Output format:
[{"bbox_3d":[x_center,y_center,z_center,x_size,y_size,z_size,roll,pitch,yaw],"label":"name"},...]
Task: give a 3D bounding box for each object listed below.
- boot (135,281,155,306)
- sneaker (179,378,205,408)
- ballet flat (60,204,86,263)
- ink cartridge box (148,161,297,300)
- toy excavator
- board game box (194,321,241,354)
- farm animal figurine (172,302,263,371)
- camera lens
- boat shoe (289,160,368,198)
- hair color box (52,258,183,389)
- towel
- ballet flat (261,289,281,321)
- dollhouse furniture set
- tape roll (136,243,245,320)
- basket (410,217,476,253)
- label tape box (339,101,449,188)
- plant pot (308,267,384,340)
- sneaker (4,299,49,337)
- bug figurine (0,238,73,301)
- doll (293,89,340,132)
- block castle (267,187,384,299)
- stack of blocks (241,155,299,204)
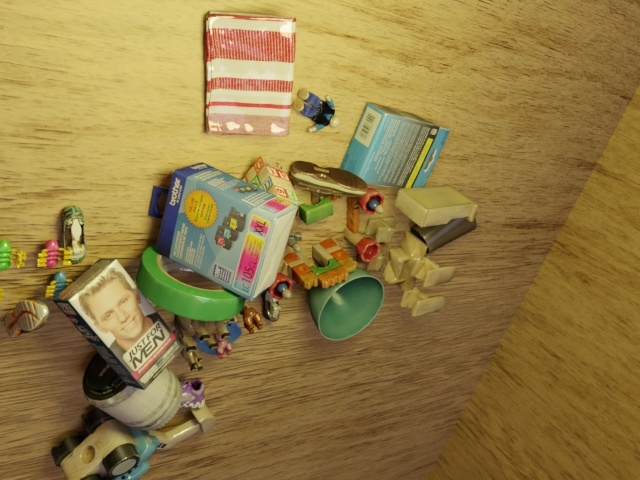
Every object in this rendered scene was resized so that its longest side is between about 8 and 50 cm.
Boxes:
[{"bbox_3d":[-0.565,0.202,1.757,0.259,0.095,0.123,-14,135,-18],"label":"boot"},{"bbox_3d":[-0.514,0.550,2.051,0.237,0.095,0.104,4,112,-45],"label":"sneaker"},{"bbox_3d":[-0.665,-0.002,1.535,0.070,0.070,0.188,-13,128,-30],"label":"ballet flat"},{"bbox_3d":[-0.296,-0.043,1.615,0.151,0.396,0.269,-33,145,-61],"label":"ink cartridge box"},{"bbox_3d":[-0.637,0.722,2.028,0.433,0.222,0.445,-43,151,-3],"label":"toy excavator"},{"bbox_3d":[-0.367,0.329,2.027,0.133,0.033,0.168,36,105,-26],"label":"board game box"},{"bbox_3d":[-0.377,0.278,1.876,0.330,0.172,0.327,-34,158,7],"label":"farm animal figurine"},{"bbox_3d":[-0.596,0.463,1.820,0.219,0.219,0.274,-39,136,-8],"label":"camera lens"},{"bbox_3d":[0.023,-0.183,1.859,0.258,0.095,0.095,17,132,-4],"label":"boat shoe"},{"bbox_3d":[-0.559,0.237,1.605,0.174,0.105,0.347,-50,123,-36],"label":"hair color box"},{"bbox_3d":[-0.189,-0.437,1.539,0.237,0.037,0.328,-2,124,-13],"label":"towel"},{"bbox_3d":[-0.175,0.217,2.070,0.074,0.074,0.203,-18,130,-26],"label":"ballet flat"},{"bbox_3d":[0.377,0.009,2.118,0.257,0.362,0.394,-8,126,-33],"label":"dollhouse furniture set"},{"bbox_3d":[-0.366,0.113,1.661,0.321,0.321,0.077,4,116,-39],"label":"tape roll"},{"bbox_3d":[0.495,-0.058,2.326,0.227,0.154,0.204,-34,134,-7],"label":"basket"},{"bbox_3d":[0.264,-0.317,1.980,0.348,0.115,0.249,1,121,-43],"label":"label tape box"},{"bbox_3d":[0.066,0.203,2.151,0.290,0.195,0.290,-20,131,-25],"label":"plant pot"},{"bbox_3d":[-0.779,0.205,1.545,0.215,0.084,0.083,-20,171,41],"label":"sneaker"},{"bbox_3d":[-0.781,0.087,1.504,0.279,0.072,0.216,-1,128,-43],"label":"bug figurine"},{"bbox_3d":[-0.006,-0.393,1.761,0.189,0.046,0.129,17,100,-50],"label":"doll"},{"bbox_3d":[0.000,0.000,1.938,0.454,0.213,0.302,-21,132,-25],"label":"block castle"},{"bbox_3d":[-0.209,-0.089,1.739,0.087,0.171,0.297,16,128,-43],"label":"stack of blocks"}]
